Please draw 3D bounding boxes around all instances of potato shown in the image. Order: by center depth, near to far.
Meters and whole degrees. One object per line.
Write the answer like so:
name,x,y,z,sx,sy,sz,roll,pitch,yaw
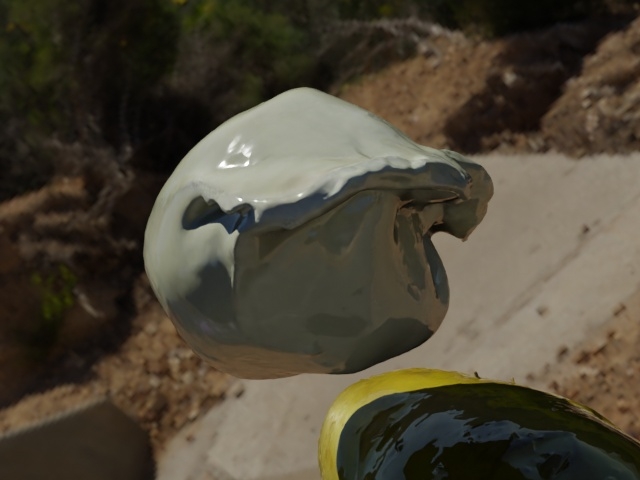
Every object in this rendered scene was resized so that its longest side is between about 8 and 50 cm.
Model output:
potato,0.099,0.145,0.735,0.140,0.173,0.300,-61,19,-5

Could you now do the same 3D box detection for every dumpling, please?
dumpling,0.000,0.000,0.658,0.162,0.132,0.250,-25,-10,-16
